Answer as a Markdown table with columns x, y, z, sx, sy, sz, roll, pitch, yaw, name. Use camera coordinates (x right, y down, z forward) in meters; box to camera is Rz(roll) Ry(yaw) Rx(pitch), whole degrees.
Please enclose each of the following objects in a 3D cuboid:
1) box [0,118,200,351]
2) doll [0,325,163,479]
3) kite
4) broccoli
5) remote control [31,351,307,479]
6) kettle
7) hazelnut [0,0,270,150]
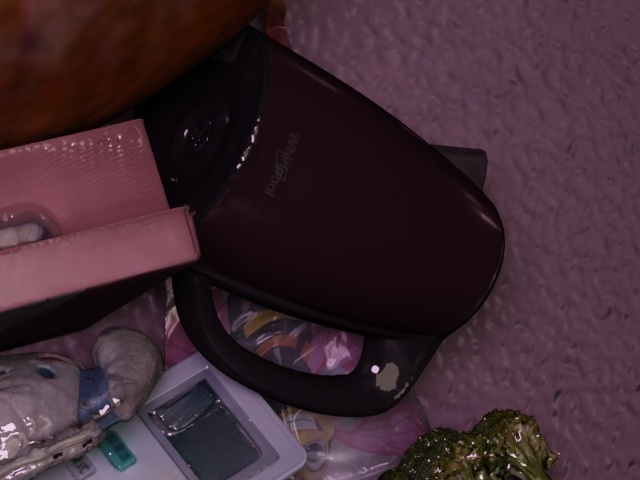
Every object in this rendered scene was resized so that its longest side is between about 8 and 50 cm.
| x | y | z | sx | sy | sz | roll | pitch | yaw | name |
| --- | --- | --- | --- | --- | --- | --- | --- | --- | --- |
| -0.203 | 0.017 | 1.032 | 0.215 | 0.215 | 0.086 | -15 | 85 | -27 | box |
| -0.184 | 0.109 | 1.097 | 0.214 | 0.103 | 0.071 | -19 | 118 | -22 | doll |
| -0.037 | 0.018 | 1.230 | 0.204 | 0.022 | 0.360 | -13 | 98 | -28 | kite |
| 0.099 | 0.185 | 1.235 | 0.162 | 0.138 | 0.146 | -58 | 152 | -30 | broccoli |
| -0.152 | 0.175 | 1.129 | 0.293 | 0.051 | 0.103 | -31 | 67 | -22 | remote control |
| 0.000 | 0.000 | 1.159 | 0.232 | 0.144 | 0.202 | 27 | 81 | -32 | kettle |
| -0.177 | -0.234 | 1.000 | 0.409 | 0.359 | 0.359 | -39 | 106 | -32 | hazelnut |
